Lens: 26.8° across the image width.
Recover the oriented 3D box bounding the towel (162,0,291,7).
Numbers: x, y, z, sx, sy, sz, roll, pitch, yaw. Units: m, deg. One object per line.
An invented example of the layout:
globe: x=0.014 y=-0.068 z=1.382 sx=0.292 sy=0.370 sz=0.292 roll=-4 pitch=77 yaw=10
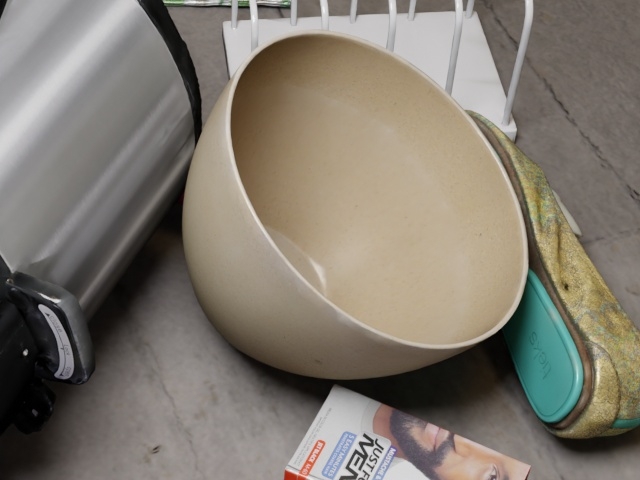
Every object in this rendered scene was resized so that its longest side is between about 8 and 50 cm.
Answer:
towel: x=-0.106 y=-0.296 z=1.495 sx=0.152 sy=0.023 sz=0.113 roll=-1 pitch=46 yaw=-3

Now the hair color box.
hair color box: x=0.065 y=0.187 z=1.030 sx=0.167 sy=0.053 sz=0.093 roll=21 pitch=49 yaw=13

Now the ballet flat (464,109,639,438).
ballet flat: x=0.193 y=0.027 z=1.175 sx=0.123 sy=0.123 sz=0.349 roll=-9 pitch=49 yaw=-13

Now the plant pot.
plant pot: x=0.000 y=0.000 z=1.093 sx=0.284 sy=0.191 sz=0.284 roll=20 pitch=50 yaw=-26

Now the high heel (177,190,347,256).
high heel: x=-0.076 y=-0.059 z=1.214 sx=0.244 sy=0.117 sz=0.082 roll=18 pitch=49 yaw=12

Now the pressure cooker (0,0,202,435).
pressure cooker: x=-0.322 y=-0.028 z=1.004 sx=0.375 sy=0.370 sz=0.420 roll=45 pitch=50 yaw=-16

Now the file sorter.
file sorter: x=0.049 y=-0.215 z=1.329 sx=0.277 sy=0.173 sz=0.193 roll=-4 pitch=48 yaw=-8
